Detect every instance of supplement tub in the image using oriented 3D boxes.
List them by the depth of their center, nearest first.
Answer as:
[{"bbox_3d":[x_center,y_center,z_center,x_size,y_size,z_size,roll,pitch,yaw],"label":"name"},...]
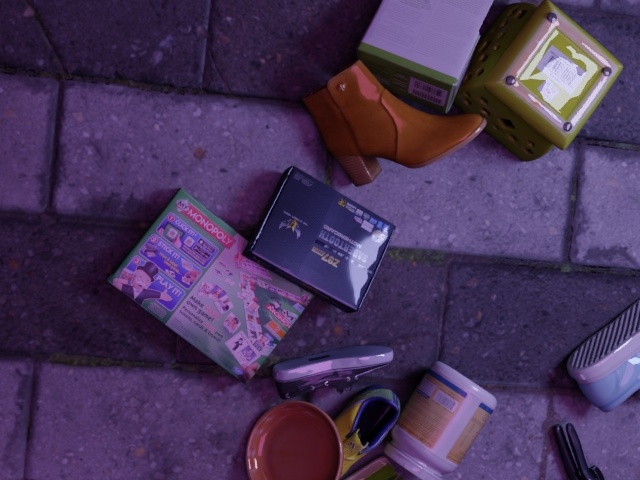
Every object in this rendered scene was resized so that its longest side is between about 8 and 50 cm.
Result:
[{"bbox_3d":[0.221,0.343,1.827,0.144,0.144,0.199,35,86,-12],"label":"supplement tub"}]

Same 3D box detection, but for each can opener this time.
[{"bbox_3d":[0.512,0.449,1.948,0.059,0.073,0.186,-24,97,30],"label":"can opener"}]

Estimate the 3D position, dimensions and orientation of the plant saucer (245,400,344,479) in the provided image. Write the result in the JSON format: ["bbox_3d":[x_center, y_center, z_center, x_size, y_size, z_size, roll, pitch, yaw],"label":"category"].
[{"bbox_3d":[-0.043,0.394,1.782,0.200,0.037,0.200,-7,74,27],"label":"plant saucer"}]

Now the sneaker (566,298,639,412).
[{"bbox_3d":[0.666,0.205,1.929,0.366,0.135,0.150,-32,107,1],"label":"sneaker"}]

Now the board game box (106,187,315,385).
[{"bbox_3d":[-0.195,0.085,1.774,0.317,0.046,0.213,39,84,-11],"label":"board game box"}]

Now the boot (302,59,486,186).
[{"bbox_3d":[0.123,-0.229,1.731,0.295,0.104,0.211,-20,110,29],"label":"boot"}]

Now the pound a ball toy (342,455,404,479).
[{"bbox_3d":[0.047,0.562,1.772,0.319,0.208,0.136,-32,108,-9],"label":"pound a ball toy"}]

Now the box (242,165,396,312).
[{"bbox_3d":[0.000,0.000,1.779,0.233,0.059,0.183,30,73,-13],"label":"box"}]

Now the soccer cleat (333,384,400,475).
[{"bbox_3d":[0.036,0.385,1.803,0.093,0.121,0.289,43,85,-11],"label":"soccer cleat"}]

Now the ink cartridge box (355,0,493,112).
[{"bbox_3d":[0.199,-0.386,1.776,0.189,0.097,0.255,23,67,9],"label":"ink cartridge box"}]

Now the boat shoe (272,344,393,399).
[{"bbox_3d":[0.026,0.251,1.817,0.228,0.080,0.076,-11,102,-10],"label":"boat shoe"}]

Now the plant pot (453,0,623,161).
[{"bbox_3d":[0.400,-0.297,1.793,0.228,0.207,0.227,38,86,-11],"label":"plant pot"}]
